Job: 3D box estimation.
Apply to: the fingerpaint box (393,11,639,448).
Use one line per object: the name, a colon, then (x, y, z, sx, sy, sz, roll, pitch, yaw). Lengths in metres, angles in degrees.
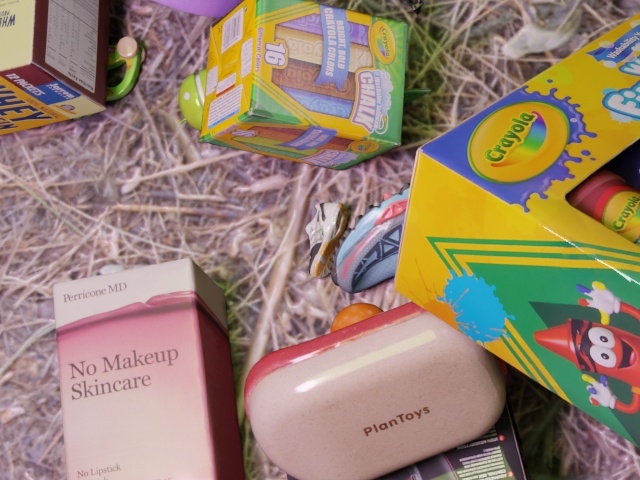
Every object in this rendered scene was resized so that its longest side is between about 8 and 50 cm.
fingerpaint box: (0.347, -0.022, 1.479, 0.371, 0.163, 0.445, 33, 45, 28)

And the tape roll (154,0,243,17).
tape roll: (-0.162, -0.349, 1.787, 0.275, 0.275, 0.090, 47, 122, 22)

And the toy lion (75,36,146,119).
toy lion: (-0.248, -0.177, 1.879, 0.100, 0.034, 0.096, 10, 80, 15)

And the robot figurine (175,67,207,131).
robot figurine: (-0.096, -0.153, 1.814, 0.115, 0.067, 0.101, -18, 40, 5)

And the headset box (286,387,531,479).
headset box: (0.088, 0.240, 1.610, 0.218, 0.110, 0.293, -16, 68, 7)

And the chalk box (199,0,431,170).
chalk box: (0.004, -0.151, 1.733, 0.213, 0.132, 0.132, 11, 75, -24)

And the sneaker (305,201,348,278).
sneaker: (0.000, 0.000, 1.763, 0.037, 0.032, 0.083, 7, 67, 29)

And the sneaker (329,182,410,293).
sneaker: (0.136, -0.005, 1.692, 0.262, 0.104, 0.125, -29, 69, 2)

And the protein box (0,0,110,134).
protein box: (-0.341, -0.233, 1.836, 0.200, 0.136, 0.201, -10, 68, 26)

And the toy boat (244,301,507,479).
toy boat: (0.043, 0.114, 1.548, 0.231, 0.151, 0.151, -21, 36, 4)

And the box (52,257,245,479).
box: (-0.166, 0.153, 1.689, 0.149, 0.127, 0.232, -12, 69, 9)

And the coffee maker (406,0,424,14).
coffee maker: (0.122, -0.352, 1.824, 0.178, 0.120, 0.171, -34, 91, 0)
